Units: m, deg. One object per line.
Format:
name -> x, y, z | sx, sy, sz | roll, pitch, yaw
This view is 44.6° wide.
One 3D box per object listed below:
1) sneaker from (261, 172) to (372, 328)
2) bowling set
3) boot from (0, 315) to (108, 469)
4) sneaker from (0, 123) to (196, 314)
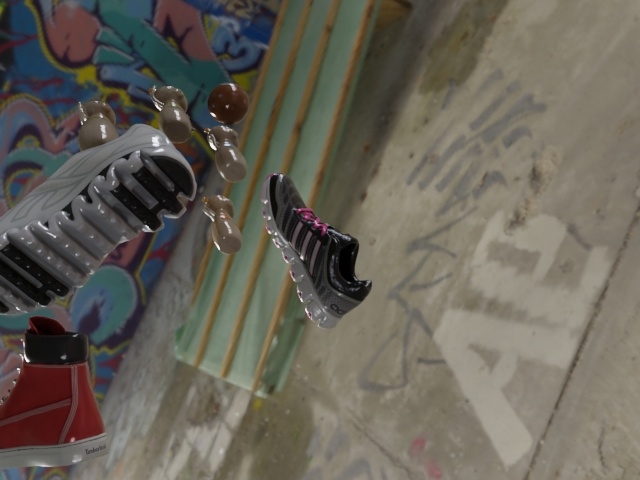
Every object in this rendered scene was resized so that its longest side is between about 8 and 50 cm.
sneaker -> 0.000, 0.000, 0.793 | 0.075, 0.063, 0.170 | -29, 78, 22
bowling set -> -0.166, -0.136, 1.062 | 0.200, 0.287, 0.154 | -43, 31, 11
boot -> -0.366, 0.187, 0.962 | 0.244, 0.088, 0.176 | -15, 84, 31
sneaker -> -0.275, -0.024, 0.847 | 0.292, 0.110, 0.118 | -31, 46, -1
